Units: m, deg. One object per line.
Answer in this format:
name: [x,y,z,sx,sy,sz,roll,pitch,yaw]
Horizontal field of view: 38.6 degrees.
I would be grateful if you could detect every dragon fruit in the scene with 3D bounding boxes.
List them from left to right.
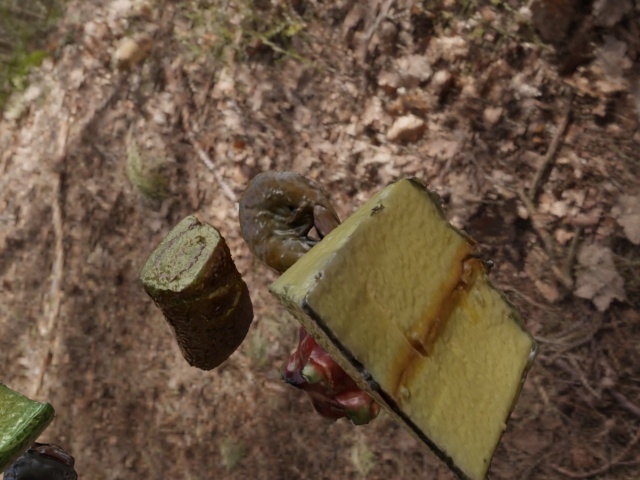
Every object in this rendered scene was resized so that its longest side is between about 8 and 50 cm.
dragon fruit: [0.032,0.140,1.109,0.236,0.135,0.137,110,-174,-66]

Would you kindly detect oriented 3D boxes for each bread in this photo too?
bread: [-0.153,0.070,1.182,0.103,0.172,0.132,15,54,26]
bread: [0.099,0.067,0.793,0.178,0.240,0.135,-44,14,-9]

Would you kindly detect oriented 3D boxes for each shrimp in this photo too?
shrimp: [0.000,0.000,1.218,0.287,0.063,0.152,28,117,27]

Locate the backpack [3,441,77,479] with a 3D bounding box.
backpack: [-0.472,0.391,1.538,0.165,0.120,0.105,-5,62,67]

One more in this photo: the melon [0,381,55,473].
melon: [-0.348,0.185,0.758,0.053,0.262,0.114,-30,89,51]
